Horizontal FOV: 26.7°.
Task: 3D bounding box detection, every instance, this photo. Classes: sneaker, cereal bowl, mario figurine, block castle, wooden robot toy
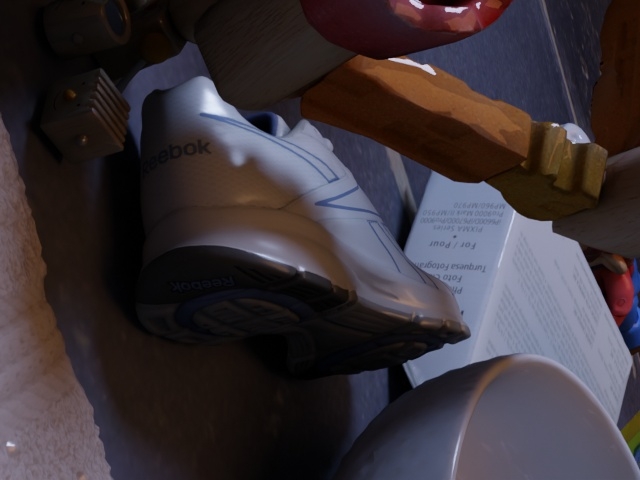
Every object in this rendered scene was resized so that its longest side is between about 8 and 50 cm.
[{"bbox_3d":[0.000,0.000,0.734,0.297,0.111,0.129,33,43,-62],"label":"sneaker"},{"bbox_3d":[0.089,0.239,0.742,0.339,0.141,0.339,32,51,-49],"label":"cereal bowl"},{"bbox_3d":[0.270,0.009,1.437,0.198,0.170,0.320,49,-9,34],"label":"mario figurine"},{"bbox_3d":[0.137,-0.241,0.638,0.303,0.213,0.453,22,67,-26],"label":"block castle"},{"bbox_3d":[-0.075,-0.110,0.633,0.173,0.079,0.076,-73,144,-52],"label":"wooden robot toy"}]

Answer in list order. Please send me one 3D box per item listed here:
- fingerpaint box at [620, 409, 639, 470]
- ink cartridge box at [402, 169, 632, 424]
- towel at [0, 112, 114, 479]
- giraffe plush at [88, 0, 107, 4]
[{"bbox_3d":[0.329,0.255,0.966,0.445,0.163,0.371,113,-6,-52],"label":"fingerpaint box"},{"bbox_3d":[0.126,0.169,1.035,0.308,0.091,0.385,56,47,-45],"label":"ink cartridge box"},{"bbox_3d":[-0.144,0.051,0.395,0.282,0.049,0.187,-38,115,-71],"label":"towel"},{"bbox_3d":[-0.113,-0.220,0.505,0.170,0.181,0.210,25,71,-51],"label":"giraffe plush"}]
